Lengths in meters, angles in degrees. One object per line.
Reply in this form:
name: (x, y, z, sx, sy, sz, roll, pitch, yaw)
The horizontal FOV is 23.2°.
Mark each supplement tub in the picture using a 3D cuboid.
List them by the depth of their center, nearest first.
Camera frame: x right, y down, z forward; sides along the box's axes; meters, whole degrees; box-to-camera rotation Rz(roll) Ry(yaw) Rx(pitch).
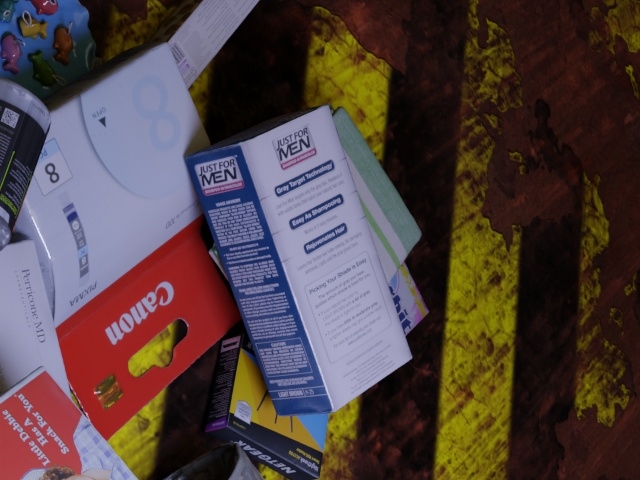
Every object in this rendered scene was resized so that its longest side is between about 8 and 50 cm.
supplement tub: (-0.354, -0.064, 1.581, 0.117, 0.117, 0.190, 36, 56, -37)

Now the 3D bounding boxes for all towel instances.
towel: (0.000, 0.000, 2.069, 0.248, 0.038, 0.325, 57, 47, -23)

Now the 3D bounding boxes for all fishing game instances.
fishing game: (-0.332, -0.242, 1.848, 0.189, 0.041, 0.264, 11, 73, -47)

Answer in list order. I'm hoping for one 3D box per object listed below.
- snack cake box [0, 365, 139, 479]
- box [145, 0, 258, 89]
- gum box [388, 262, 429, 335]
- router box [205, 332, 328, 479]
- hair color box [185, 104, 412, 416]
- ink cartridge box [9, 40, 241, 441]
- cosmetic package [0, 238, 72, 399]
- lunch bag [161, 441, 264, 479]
snack cake box: (-0.258, 0.275, 1.539, 0.264, 0.089, 0.152, 51, 44, 1)
box: (-0.146, -0.299, 2.058, 0.067, 0.063, 0.324, 54, 45, -25)
gum box: (0.067, 0.051, 2.198, 0.107, 0.062, 0.188, -41, 109, -46)
router box: (-0.064, 0.218, 2.009, 0.179, 0.046, 0.133, 35, 51, -38)
hair color box: (-0.023, 0.025, 1.932, 0.174, 0.105, 0.347, -29, 104, -47)
ink cartridge box: (-0.225, -0.002, 1.849, 0.308, 0.091, 0.385, -42, 114, -46)
cosmetic package: (-0.387, 0.206, 1.612, 0.284, 0.097, 0.377, -12, 87, -47)
lunch bag: (-0.128, 0.406, 1.794, 0.287, 0.169, 0.235, -47, 113, -40)
